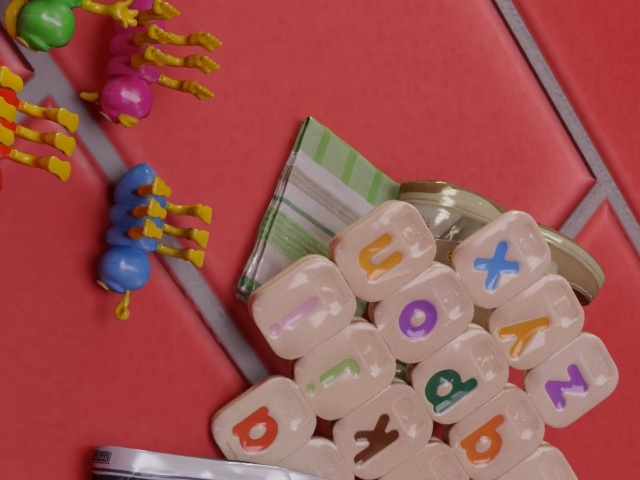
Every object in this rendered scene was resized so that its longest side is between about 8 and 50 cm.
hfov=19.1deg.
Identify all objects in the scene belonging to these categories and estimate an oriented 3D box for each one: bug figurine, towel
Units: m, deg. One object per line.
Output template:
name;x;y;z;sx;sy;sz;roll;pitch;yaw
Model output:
bug figurine;-0.150;-0.080;1.196;0.279;0.072;0.216;39;60;-61
towel;0.000;0.000;1.396;0.113;0.023;0.152;38;61;-35

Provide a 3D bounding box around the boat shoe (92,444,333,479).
boat shoe;-0.073;0.188;1.280;0.183;0.065;0.083;10;84;-26

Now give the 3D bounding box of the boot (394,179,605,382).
boot;0.127;0.061;1.464;0.213;0.077;0.165;24;73;-38

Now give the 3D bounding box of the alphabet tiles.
alphabet tiles;0.071;0.115;1.373;0.278;0.021;0.284;-35;112;-9
